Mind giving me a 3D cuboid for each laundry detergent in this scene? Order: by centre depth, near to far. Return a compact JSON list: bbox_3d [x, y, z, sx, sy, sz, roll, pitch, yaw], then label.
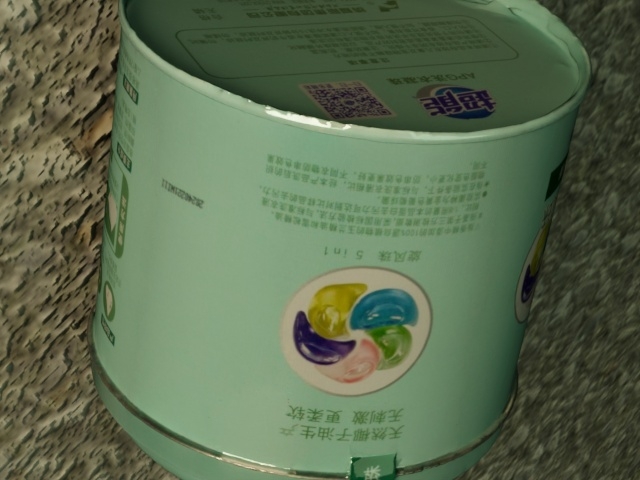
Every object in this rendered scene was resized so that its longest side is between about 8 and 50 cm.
[{"bbox_3d":[0.000,0.000,1.066,0.287,0.287,0.305,-19,130,-39],"label":"laundry detergent"}]
